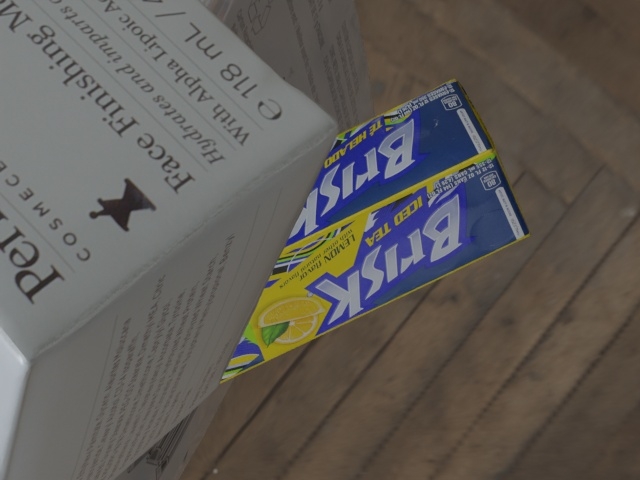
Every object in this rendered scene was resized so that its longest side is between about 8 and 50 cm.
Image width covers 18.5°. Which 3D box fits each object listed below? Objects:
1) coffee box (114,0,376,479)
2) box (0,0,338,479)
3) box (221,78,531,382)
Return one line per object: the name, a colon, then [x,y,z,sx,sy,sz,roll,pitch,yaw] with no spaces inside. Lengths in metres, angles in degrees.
coffee box: [-0.201,-0.072,1.138,0.334,0.337,0.338,22,69,17]
box: [-0.114,-0.019,0.589,0.181,0.182,0.119,44,60,10]
box: [0.000,0.000,0.847,0.169,0.059,0.054,-26,43,3]
